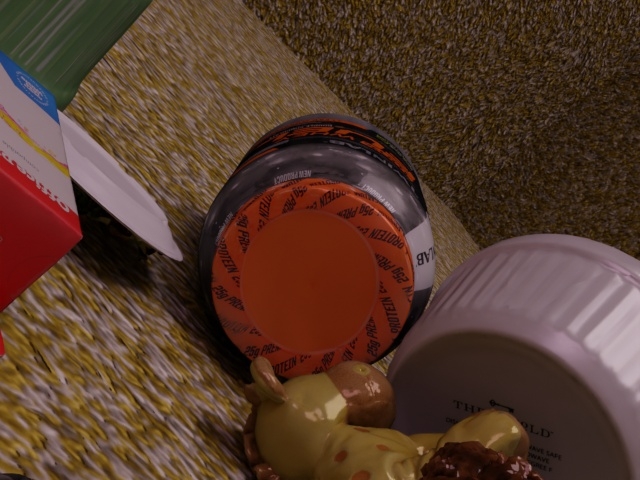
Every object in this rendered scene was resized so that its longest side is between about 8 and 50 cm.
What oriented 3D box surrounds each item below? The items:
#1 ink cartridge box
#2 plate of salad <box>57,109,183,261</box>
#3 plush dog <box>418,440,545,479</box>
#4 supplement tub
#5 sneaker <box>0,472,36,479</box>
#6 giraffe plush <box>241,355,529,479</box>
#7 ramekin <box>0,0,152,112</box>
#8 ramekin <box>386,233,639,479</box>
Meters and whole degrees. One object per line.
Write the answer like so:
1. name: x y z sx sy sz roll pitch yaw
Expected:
1. ink cartridge box: -0.221 -0.050 0.735 0.134 0.078 0.231 42 13 -36
2. plate of salad: -0.187 -0.047 0.962 0.200 0.048 0.200 44 1 -1
3. plush dog: 0.064 0.219 0.545 0.262 0.225 0.210 53 11 19
4. supplement tub: 0.000 0.000 1.133 0.207 0.207 0.338 48 10 -8
5. sneaker: -0.140 0.140 0.500 0.064 0.061 0.158 22 10 1
6. giraffe plush: 0.025 0.161 0.886 0.210 0.181 0.170 -10 41 -38
7. ramekin: -0.284 -0.269 1.068 0.303 0.148 0.303 47 10 -11
8. ramekin: 0.171 0.141 0.964 0.273 0.273 0.127 51 42 7
